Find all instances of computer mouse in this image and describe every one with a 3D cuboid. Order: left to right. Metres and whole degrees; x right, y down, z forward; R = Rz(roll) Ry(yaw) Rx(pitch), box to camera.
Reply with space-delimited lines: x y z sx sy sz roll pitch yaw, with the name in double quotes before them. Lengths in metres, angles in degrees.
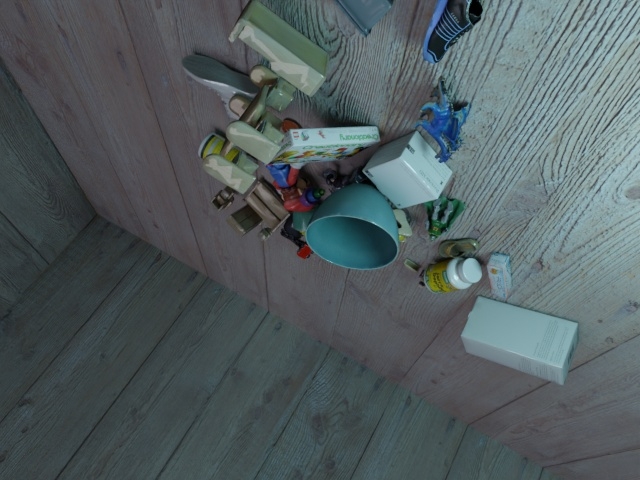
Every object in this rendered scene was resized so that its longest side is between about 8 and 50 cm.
"computer mouse" -0.096 -0.020 2.375 0.184 0.060 0.262 35 155 -1

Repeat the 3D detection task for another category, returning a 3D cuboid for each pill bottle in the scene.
"pill bottle" -0.367 -0.330 2.077 0.209 0.119 0.119 32 154 4
"pill bottle" 0.481 0.125 1.905 0.118 0.117 0.208 40 154 -14

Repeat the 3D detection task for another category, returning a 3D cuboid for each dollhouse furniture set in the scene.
"dollhouse furniture set" -0.197 -0.411 1.458 0.257 0.362 0.394 32 128 -20
"dollhouse furniture set" -0.253 -0.192 2.283 0.303 0.174 0.355 47 124 -1
"dollhouse furniture set" 0.381 0.111 2.053 0.114 0.091 0.081 33 139 8

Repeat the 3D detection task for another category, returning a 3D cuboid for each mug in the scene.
"mug" -0.055 -0.103 2.108 0.158 0.130 0.097 19 118 45

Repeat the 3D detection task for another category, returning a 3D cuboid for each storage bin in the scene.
"storage bin" 0.100 -0.555 1.203 0.091 0.098 0.135 -31 116 32

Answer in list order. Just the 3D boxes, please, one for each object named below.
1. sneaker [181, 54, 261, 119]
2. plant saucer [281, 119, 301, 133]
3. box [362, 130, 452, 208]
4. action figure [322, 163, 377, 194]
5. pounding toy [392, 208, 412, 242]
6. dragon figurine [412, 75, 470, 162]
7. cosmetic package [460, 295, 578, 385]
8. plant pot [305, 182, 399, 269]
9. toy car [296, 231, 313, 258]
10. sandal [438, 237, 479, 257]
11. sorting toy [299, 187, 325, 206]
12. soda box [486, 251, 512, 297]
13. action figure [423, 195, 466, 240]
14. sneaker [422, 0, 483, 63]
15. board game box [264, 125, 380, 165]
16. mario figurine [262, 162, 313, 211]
"sneaker" -0.332 -0.498 1.761 0.293 0.108 0.169 28 151 9
"plant saucer" -0.097 -0.383 1.799 0.084 0.013 0.083 27 154 14
"box" 0.260 -0.207 1.578 0.181 0.119 0.182 43 153 -21
"action figure" 0.100 -0.193 1.813 0.185 0.099 0.285 29 161 -20
"pounding toy" 0.187 -0.045 1.807 0.270 0.154 0.155 4 161 -10
"dragon figurine" 0.330 -0.315 1.349 0.144 0.085 0.289 29 155 8
"cosmetic package" 0.734 0.362 1.942 0.366 0.196 0.155 15 150 36
"plant pot" 0.114 -0.066 1.656 0.291 0.195 0.290 10 148 7
"toy car" 0.000 0.000 2.275 0.225 0.053 0.238 11 138 14
"sandal" 0.474 0.033 1.831 0.072 0.049 0.180 43 153 -19
"sorting toy" 0.096 -0.088 1.931 0.366 0.126 0.126 35 150 -28
"soda box" 0.618 0.121 1.805 0.058 0.062 0.183 15 150 32
"action figure" 0.394 -0.064 1.749 0.137 0.063 0.232 22 156 15
"sneaker" 0.291 -0.467 1.133 0.091 0.081 0.232 35 154 14
"board game box" 0.001 -0.285 1.578 0.193 0.306 0.053 -19 82 59
"mario figurine" -0.115 -0.253 1.972 0.320 0.170 0.198 58 -177 -23
